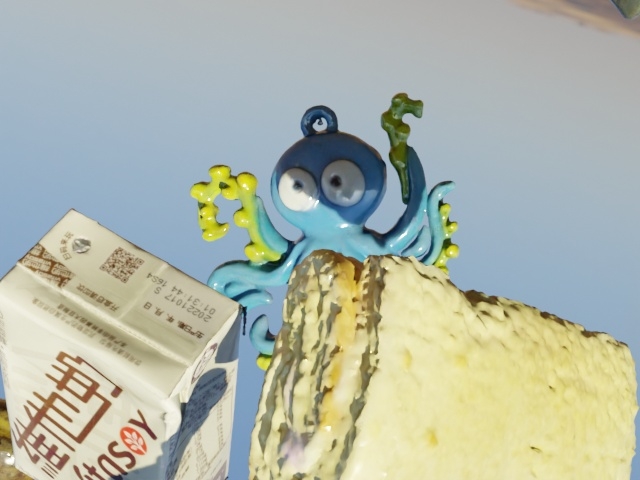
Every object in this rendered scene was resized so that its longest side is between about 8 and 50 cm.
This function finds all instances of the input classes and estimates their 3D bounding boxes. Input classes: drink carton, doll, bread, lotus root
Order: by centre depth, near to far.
[{"bbox_3d":[0.117,0.161,1.263,0.165,0.237,0.375,0,164,44],"label":"bread"},{"bbox_3d":[-0.191,0.147,1.387,0.194,0.324,0.132,28,-126,14],"label":"drink carton"},{"bbox_3d":[0.000,0.000,1.817,0.346,0.341,0.099,-7,175,19],"label":"doll"},{"bbox_3d":[-0.427,0.268,1.934,0.209,0.120,0.120,13,-169,12],"label":"lotus root"}]

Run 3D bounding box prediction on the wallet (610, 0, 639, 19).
[{"bbox_3d":[0.268,-0.339,1.327,0.052,0.168,0.245,-1,-129,-54],"label":"wallet"}]
